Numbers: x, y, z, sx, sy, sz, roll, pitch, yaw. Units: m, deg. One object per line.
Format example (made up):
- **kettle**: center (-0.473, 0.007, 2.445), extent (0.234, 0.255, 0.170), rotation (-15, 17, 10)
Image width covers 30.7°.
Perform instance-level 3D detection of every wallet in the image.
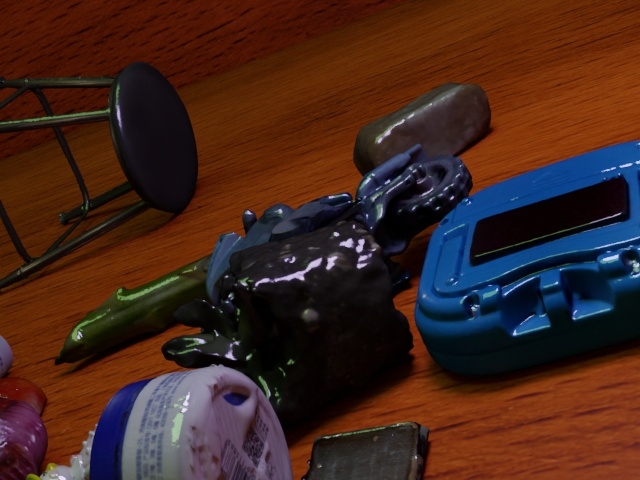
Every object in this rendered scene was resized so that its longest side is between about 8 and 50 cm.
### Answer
- **wallet**: center (0.034, 0.250, 1.081), extent (0.122, 0.031, 0.232), rotation (-15, 24, 18)

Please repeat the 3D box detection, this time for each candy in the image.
- **candy**: center (0.169, -0.177, 1.916), extent (0.234, 0.102, 0.104), rotation (-28, 19, -15)

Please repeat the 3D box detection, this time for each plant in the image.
- **plant**: center (-0.045, 0.099, 1.332), extent (0.276, 0.188, 0.199), rotation (-26, 18, -3)

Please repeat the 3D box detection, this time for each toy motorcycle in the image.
- **toy motorcycle**: center (0.000, 0.000, 1.556), extent (0.416, 0.172, 0.232), rotation (-37, 27, -6)

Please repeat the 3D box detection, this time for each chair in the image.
- **chair**: center (-0.488, -0.162, 2.356), extent (0.410, 0.362, 0.364), rotation (-13, 22, 19)

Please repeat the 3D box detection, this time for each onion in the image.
- **onion**: center (-0.460, 0.264, 1.462), extent (0.230, 0.163, 0.230), rotation (-16, 19, 5)

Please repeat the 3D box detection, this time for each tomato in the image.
- **tomato**: center (-0.475, 0.245, 1.669), extent (0.155, 0.069, 0.155), rotation (-23, 20, 9)

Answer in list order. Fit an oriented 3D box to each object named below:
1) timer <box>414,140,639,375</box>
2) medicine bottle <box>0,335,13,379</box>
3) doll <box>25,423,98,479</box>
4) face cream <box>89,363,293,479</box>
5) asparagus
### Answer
- **timer**: center (0.270, 0.012, 1.286), extent (0.340, 0.115, 0.309), rotation (-18, 24, 21)
- **medicine bottle**: center (-0.574, 0.236, 1.780), extent (0.095, 0.095, 0.260), rotation (-15, 23, 28)
- **doll**: center (-0.262, 0.263, 1.342), extent (0.207, 0.081, 0.129), rotation (-34, 2, -16)
- **face cream**: center (-0.108, 0.220, 1.067), extent (0.111, 0.206, 0.206), rotation (-16, 21, 23)
- **asparagus**: center (-0.251, 0.098, 1.769), extent (0.343, 0.082, 0.085), rotation (-25, 55, 4)
